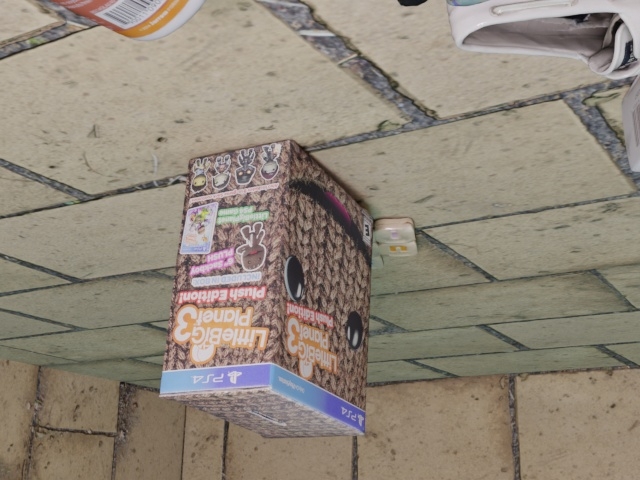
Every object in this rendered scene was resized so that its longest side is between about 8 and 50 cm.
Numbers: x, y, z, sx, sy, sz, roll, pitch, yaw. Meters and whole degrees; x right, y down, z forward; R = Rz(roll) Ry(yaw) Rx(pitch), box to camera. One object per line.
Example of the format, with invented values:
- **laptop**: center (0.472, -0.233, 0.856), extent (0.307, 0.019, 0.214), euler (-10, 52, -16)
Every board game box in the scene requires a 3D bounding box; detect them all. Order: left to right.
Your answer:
- **board game box**: center (-0.051, 0.068, 1.087), extent (0.141, 0.291, 0.232), euler (-8, 155, 26)

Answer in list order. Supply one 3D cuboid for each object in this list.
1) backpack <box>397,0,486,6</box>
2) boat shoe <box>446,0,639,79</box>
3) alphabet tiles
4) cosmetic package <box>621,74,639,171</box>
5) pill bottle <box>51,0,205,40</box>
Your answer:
- **backpack**: center (0.095, -0.209, 0.515), extent (0.182, 0.115, 0.152), euler (-15, 154, 35)
- **boat shoe**: center (0.224, -0.167, 0.685), extent (0.268, 0.088, 0.096), euler (5, 162, -13)
- **alphabet tiles**: center (0.000, 0.000, 1.359), extent (0.284, 0.021, 0.278), euler (-2, 163, 9)
- **cosmetic package**: center (0.412, -0.119, 0.841), extent (0.231, 0.085, 0.117), euler (-1, 163, 0)
- **pill bottle**: center (-0.165, -0.209, 0.522), extent (0.121, 0.121, 0.216), euler (-14, 157, 40)
